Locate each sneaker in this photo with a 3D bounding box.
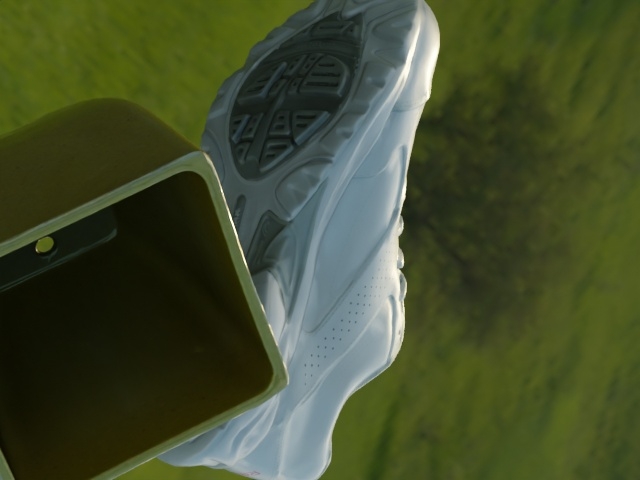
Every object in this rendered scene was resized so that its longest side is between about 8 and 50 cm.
[{"bbox_3d":[0.000,0.000,0.844,0.115,0.090,0.232,32,79,-47],"label":"sneaker"}]

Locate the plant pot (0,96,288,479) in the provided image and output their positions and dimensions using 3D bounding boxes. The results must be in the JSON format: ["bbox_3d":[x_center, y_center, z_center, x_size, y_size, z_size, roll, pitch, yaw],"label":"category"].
[{"bbox_3d":[-0.069,0.007,0.519,0.081,0.083,0.081,-26,126,-11],"label":"plant pot"}]
